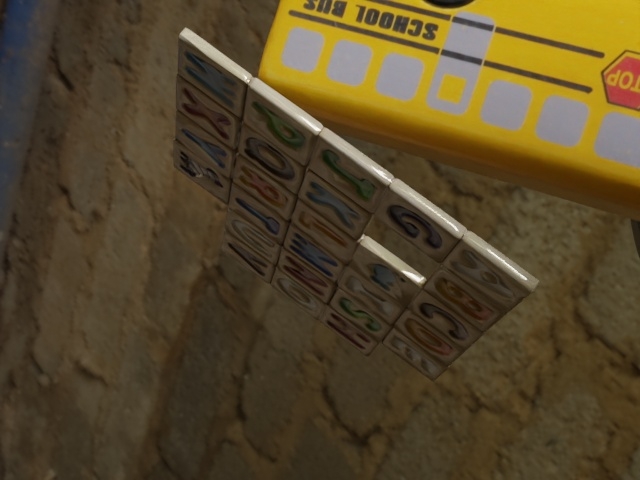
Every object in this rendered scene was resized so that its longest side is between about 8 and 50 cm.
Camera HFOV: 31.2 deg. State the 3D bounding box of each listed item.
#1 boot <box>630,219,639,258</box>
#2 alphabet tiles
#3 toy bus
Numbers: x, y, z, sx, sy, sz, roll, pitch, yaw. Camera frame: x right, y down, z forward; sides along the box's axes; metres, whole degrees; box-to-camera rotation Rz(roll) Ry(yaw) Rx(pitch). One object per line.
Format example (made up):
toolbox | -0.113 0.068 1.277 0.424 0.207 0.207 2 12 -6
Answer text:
boot | 0.338 -0.102 0.841 0.229 0.091 0.263 -7 107 10
alphabet tiles | 0.000 0.000 0.622 0.009 0.198 0.237 -52 175 -20
toy bus | 0.137 -0.098 0.688 0.108 0.332 0.130 19 90 -67
